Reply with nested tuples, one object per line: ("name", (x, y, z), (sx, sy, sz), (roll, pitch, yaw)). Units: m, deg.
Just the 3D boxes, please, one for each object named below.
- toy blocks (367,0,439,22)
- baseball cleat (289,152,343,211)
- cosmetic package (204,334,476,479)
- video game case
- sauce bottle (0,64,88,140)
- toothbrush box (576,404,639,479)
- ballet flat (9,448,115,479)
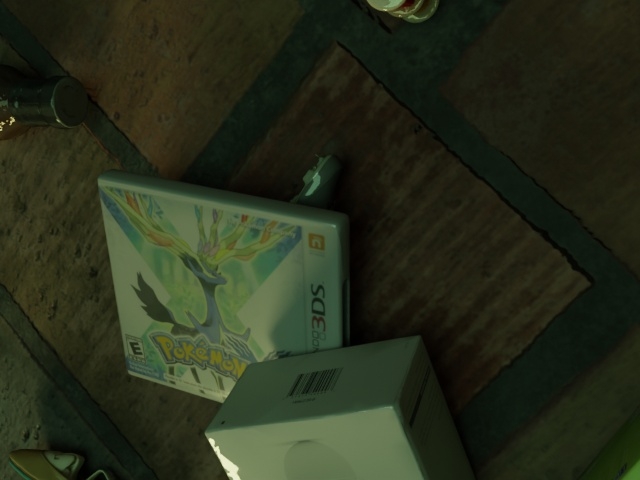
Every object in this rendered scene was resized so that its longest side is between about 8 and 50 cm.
("toy blocks", (0.053, -0.284, 0.857), (0.123, 0.148, 0.054), (40, 111, 15))
("baseball cleat", (0.000, 0.000, 0.972), (0.109, 0.072, 0.205), (33, 119, 11))
("cosmetic package", (0.033, 0.247, 0.906), (0.224, 0.138, 0.224), (-13, 111, 24))
("video game case", (-0.117, 0.078, 0.999), (0.329, 0.036, 0.299), (12, 120, 24))
("sauce bottle", (-0.484, -0.193, 1.147), (0.345, 0.111, 0.111), (6, 99, 26))
("toothbrush box", (0.305, 0.275, 0.778), (0.122, 0.206, 0.283), (38, 110, 16))
("ballet flat", (-0.351, 0.356, 1.189), (0.232, 0.080, 0.073), (31, 81, 16))
